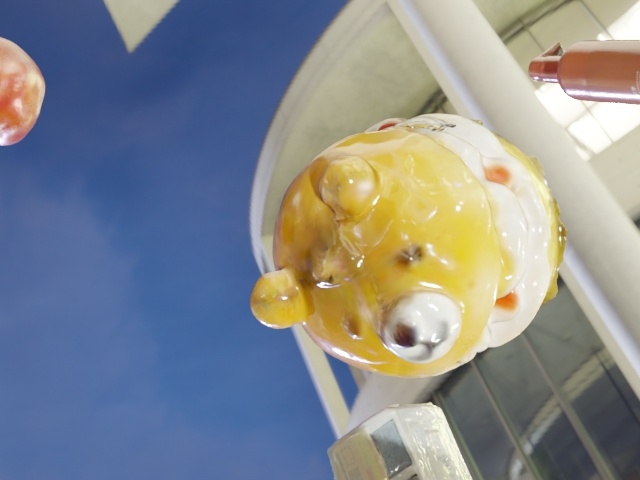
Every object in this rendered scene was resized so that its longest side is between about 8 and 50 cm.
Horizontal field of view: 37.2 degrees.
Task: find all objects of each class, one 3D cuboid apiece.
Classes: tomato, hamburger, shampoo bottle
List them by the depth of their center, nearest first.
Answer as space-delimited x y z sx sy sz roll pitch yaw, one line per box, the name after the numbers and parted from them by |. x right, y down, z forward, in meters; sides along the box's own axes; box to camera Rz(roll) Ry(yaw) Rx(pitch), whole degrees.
0.075 0.008 0.926 0.237 0.276 0.276 -12 -33 -50 | hamburger
0.361 -0.216 1.208 0.085 0.244 0.085 -8 -74 -29 | shampoo bottle
-0.518 -0.237 1.527 0.151 0.187 0.187 -35 -35 -9 | tomato

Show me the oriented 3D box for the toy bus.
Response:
0.119 0.327 0.897 0.097 0.342 0.138 9 -43 -45 | toy bus
